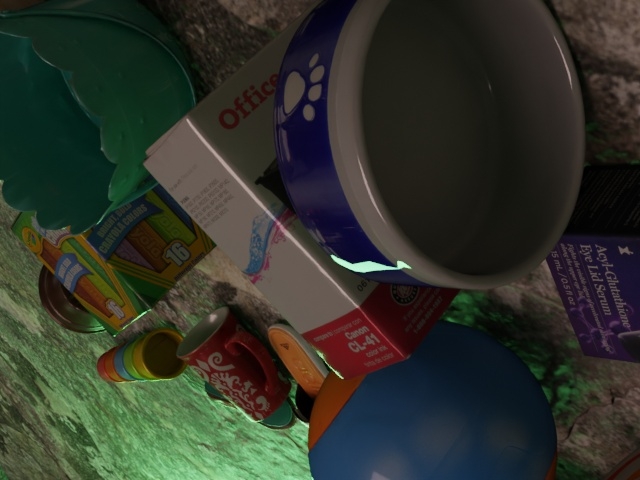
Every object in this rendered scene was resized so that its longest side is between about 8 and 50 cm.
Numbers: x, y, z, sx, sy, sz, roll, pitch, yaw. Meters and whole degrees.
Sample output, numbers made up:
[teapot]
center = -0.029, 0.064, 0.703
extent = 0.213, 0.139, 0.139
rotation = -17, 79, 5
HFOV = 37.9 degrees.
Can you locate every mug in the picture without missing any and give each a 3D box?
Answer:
[mug]
center = -0.130, 0.207, 1.487
extent = 0.169, 0.113, 0.150
rotation = 49, 173, -17

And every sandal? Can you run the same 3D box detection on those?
[sandal]
center = -0.014, 0.247, 1.448
extent = 0.265, 0.076, 0.102
rotation = 53, 147, -15

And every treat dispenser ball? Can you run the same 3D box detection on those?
[treat dispenser ball]
center = 0.128, 0.236, 1.082
extent = 0.288, 0.288, 0.288
rotation = 28, 145, 22

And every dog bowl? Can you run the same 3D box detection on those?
[dog bowl]
center = 0.095, -0.093, 0.759
extent = 0.104, 0.265, 0.265
rotation = -2, 127, 52

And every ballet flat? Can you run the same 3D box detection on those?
[ballet flat]
center = -0.109, 0.277, 1.614
extent = 0.206, 0.073, 0.067
rotation = 21, 169, 35

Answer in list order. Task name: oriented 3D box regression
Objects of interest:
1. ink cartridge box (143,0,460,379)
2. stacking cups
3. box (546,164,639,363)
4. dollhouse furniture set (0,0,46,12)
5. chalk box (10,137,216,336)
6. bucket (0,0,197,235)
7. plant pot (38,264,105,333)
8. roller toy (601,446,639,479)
[ink cartridge box]
center = 0.013, -0.050, 0.934
extent = 0.306, 0.226, 0.131
rotation = 48, 148, -10
[stacking cups]
center = -0.351, 0.237, 1.791
extent = 0.096, 0.096, 0.316
rotation = 49, 149, -10
[box]
center = 0.316, 0.023, 0.800
extent = 0.207, 0.108, 0.153
rotation = 2, 129, 47
[dollhouse furniture set]
center = -0.579, -0.205, 1.236
extent = 0.362, 0.394, 0.256
rotation = 44, 147, -2
[chalk box]
center = -0.314, -0.037, 1.346
extent = 0.289, 0.179, 0.180
rotation = 47, 147, -6
[bucket]
center = -0.298, -0.166, 1.142
extent = 0.281, 0.183, 0.281
rotation = 21, 134, 24
[plant pot]
center = -0.365, 0.063, 1.499
extent = 0.167, 0.167, 0.165
rotation = 47, 161, -6
[roller toy]
center = 0.388, 0.313, 0.987
extent = 0.146, 0.209, 0.191
rotation = 45, -173, -2
